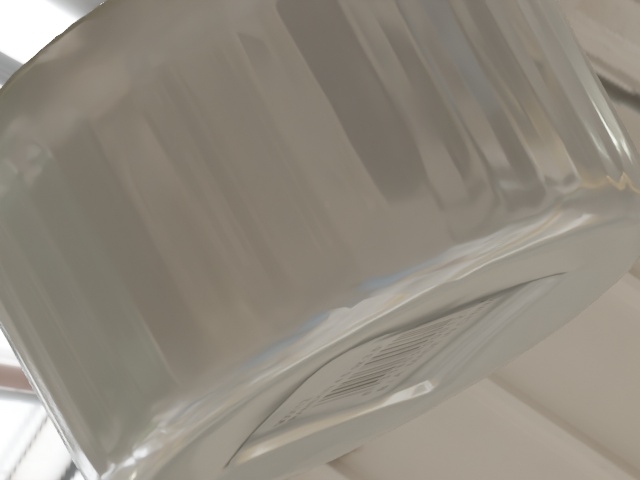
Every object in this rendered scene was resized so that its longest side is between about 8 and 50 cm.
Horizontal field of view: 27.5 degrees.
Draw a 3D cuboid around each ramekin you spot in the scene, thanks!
[{"bbox_3d":[0.000,0.000,0.534,0.277,0.277,0.135,-32,-107,12],"label":"ramekin"}]
